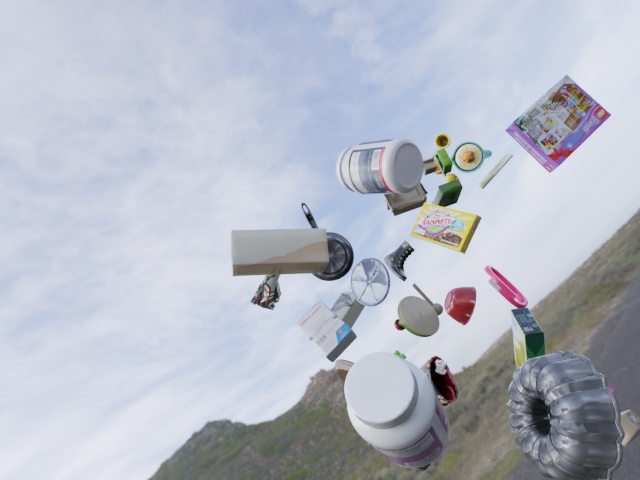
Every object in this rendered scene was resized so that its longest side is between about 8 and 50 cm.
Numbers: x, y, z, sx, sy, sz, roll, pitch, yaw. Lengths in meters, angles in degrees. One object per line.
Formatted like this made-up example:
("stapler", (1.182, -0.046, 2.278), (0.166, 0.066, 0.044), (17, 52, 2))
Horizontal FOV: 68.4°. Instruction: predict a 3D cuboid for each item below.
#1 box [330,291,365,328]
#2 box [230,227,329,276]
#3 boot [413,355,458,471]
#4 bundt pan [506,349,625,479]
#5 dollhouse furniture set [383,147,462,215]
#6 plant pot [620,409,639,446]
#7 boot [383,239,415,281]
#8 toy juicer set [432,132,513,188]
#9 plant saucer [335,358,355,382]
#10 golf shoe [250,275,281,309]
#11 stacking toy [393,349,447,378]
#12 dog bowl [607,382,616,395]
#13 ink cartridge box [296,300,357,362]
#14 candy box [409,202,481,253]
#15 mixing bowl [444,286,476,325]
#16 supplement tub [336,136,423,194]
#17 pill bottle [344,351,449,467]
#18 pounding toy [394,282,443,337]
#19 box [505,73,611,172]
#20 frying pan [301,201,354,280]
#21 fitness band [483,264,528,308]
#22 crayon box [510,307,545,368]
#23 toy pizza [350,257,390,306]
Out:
("box", (0.109, 0.368, 2.303), (0.275, 0.113, 0.094), (-50, -54, -48))
("box", (-0.138, 0.039, 1.554), (0.311, 0.121, 0.148), (-2, -19, -9))
("boot", (0.403, 0.654, 1.810), (0.138, 0.377, 0.284), (16, -43, -20))
("bundt pan", (0.588, 0.446, 1.194), (0.124, 0.330, 0.330), (1, -35, -9))
("dollhouse furniture set", (0.378, -0.213, 1.872), (0.302, 0.197, 0.151), (-19, -19, -2))
("plant pot", (1.282, 0.775, 1.973), (0.109, 0.109, 0.096), (-5, -46, -36))
("boot", (0.482, 0.114, 2.748), (0.178, 0.236, 0.085), (-46, -56, 12))
("toy juicer set", (0.632, -0.325, 2.047), (0.089, 0.329, 0.209), (-13, -57, -64))
("plant saucer", (0.180, 0.642, 2.160), (0.041, 0.278, 0.278), (-55, -15, -28))
("golf shoe", (-0.221, 0.215, 2.172), (0.273, 0.120, 0.105), (-57, 4, 40))
("stacking toy", (0.323, 0.467, 1.681), (0.167, 0.221, 0.052), (-32, -56, -46))
("dog bowl", (0.957, 0.676, 1.716), (0.408, 0.150, 0.407), (-25, -59, -50))
("ink cartridge box", (0.023, 0.346, 1.804), (0.139, 0.191, 0.082), (-45, -39, -7))
("candy box", (0.333, -0.038, 1.275), (0.027, 0.206, 0.105), (28, -92, -31))
("mixing bowl", (0.619, 0.282, 2.117), (0.181, 0.098, 0.181), (15, -90, -90))
("supplement tub", (0.206, -0.258, 1.666), (0.191, 0.272, 0.191), (-4, -83, -39))
("pill bottle", (0.149, 0.331, 0.923), (0.169, 0.169, 0.301), (-39, -40, -7))
("pounding toy", (0.383, 0.313, 1.911), (0.237, 0.183, 0.110), (-45, -9, -48))
("box", (0.776, -0.384, 1.536), (0.293, 0.201, 0.057), (-40, -9, -15))
("frying pan", (0.030, 0.000, 1.877), (0.197, 0.326, 0.053), (-5, -1, 3))
("fitness band", (0.996, 0.248, 2.540), (0.054, 0.291, 0.209), (-50, -21, 23))
("crayon box", (0.900, 0.477, 2.036), (0.081, 0.318, 0.202), (-9, 21, 9))
("toy pizza", (0.208, 0.171, 1.939), (0.032, 0.201, 0.201), (5, -50, -47))
